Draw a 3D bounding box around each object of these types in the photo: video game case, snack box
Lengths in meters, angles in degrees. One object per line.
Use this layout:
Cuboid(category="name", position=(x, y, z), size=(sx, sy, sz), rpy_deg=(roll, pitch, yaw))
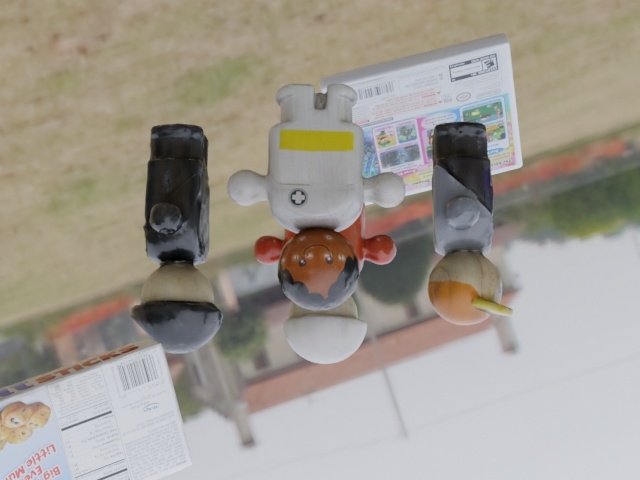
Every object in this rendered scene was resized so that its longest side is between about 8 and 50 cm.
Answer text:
Cuboid(category="video game case", position=(0.087, -0.098, 1.217), size=(0.157, 0.019, 0.143), rpy_deg=(-14, 136, 1))
Cuboid(category="snack box", position=(-0.149, 0.103, 0.661), size=(0.178, 0.064, 0.022), rpy_deg=(-19, -165, -23))

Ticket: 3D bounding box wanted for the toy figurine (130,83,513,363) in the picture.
Cuboid(category="toy figurine", position=(0.000, 0.000, 0.944), size=(0.209, 0.148, 0.213), rpy_deg=(-11, 163, 43))
